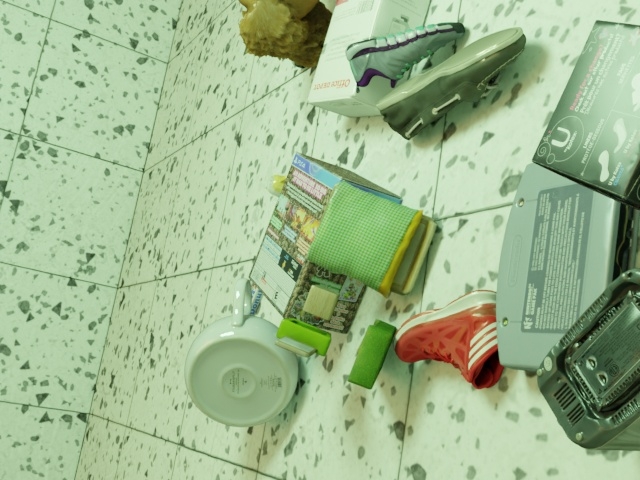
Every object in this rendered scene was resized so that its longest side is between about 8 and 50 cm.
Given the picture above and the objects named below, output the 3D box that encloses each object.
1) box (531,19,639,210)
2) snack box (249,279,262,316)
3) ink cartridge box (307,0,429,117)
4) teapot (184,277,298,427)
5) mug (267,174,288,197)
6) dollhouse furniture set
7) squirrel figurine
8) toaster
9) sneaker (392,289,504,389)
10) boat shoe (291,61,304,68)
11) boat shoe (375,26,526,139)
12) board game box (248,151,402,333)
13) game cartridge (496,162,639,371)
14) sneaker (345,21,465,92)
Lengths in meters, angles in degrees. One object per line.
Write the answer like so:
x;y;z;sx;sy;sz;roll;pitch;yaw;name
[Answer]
0.372;-0.101;0.760;0.142;0.247;0.163;40;110;59;box
-0.166;0.132;1.847;0.064;0.022;0.178;42;112;58;snack box
0.099;-0.405;1.553;0.207;0.117;0.282;14;87;62;ink cartridge box
-0.162;0.250;1.583;0.256;0.252;0.187;-44;13;16;teapot
-0.091;-0.136;1.809;0.078;0.064;0.062;-59;31;25;mug
0.055;0.063;1.257;0.151;0.198;0.301;2;-71;-79;dollhouse furniture set
-0.068;-0.607;1.744;0.370;0.281;0.396;-65;-20;-68;squirrel figurine
0.352;0.126;0.784;0.227;0.147;0.129;-59;32;27;toaster
0.190;0.170;1.120;0.221;0.087;0.128;-43;39;46;sneaker
-0.029;-0.509;1.923;0.040;0.049;0.142;39;113;40;boat shoe
0.234;-0.263;1.287;0.335;0.095;0.112;-18;25;53;boat shoe
0.000;0.000;1.491;0.232;0.141;0.290;39;110;60;board game box
0.321;0.030;0.993;0.196;0.060;0.294;-6;71;56;game cartridge
0.163;-0.342;1.396;0.083;0.224;0.098;-44;-57;-70;sneaker
